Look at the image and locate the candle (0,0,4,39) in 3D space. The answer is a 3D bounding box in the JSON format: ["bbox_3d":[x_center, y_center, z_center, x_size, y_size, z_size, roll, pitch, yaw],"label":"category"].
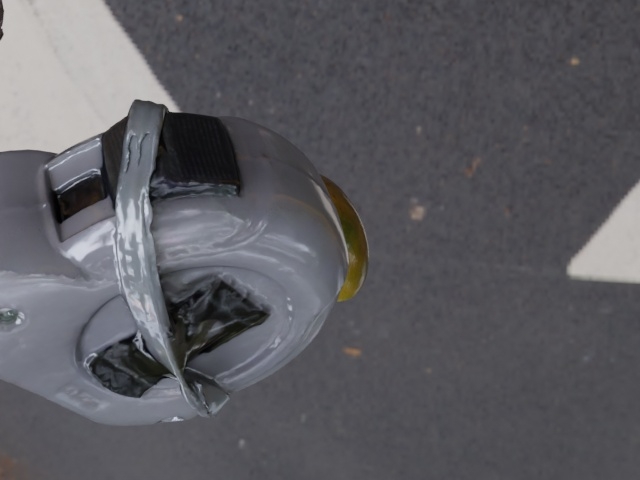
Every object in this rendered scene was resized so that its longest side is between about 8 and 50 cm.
[{"bbox_3d":[-0.423,-0.180,0.980,0.287,0.317,0.131,44,126,0],"label":"candle"}]

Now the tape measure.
[{"bbox_3d":[-0.086,0.016,0.689,0.197,0.120,0.236,-31,144,15],"label":"tape measure"}]

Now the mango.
[{"bbox_3d":[0.002,-0.001,1.381,0.163,0.089,0.111,55,157,-22],"label":"mango"}]
